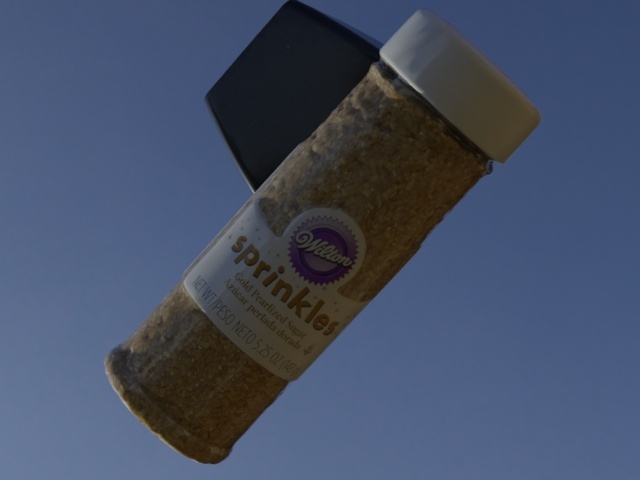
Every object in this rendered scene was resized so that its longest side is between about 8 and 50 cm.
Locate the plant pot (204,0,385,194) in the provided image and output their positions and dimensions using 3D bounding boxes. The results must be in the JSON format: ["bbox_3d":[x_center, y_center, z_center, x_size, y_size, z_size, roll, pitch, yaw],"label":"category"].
[{"bbox_3d":[0.005,-0.116,1.400,0.188,0.167,0.187,-49,-14,13],"label":"plant pot"}]

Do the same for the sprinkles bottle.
[{"bbox_3d":[0.000,0.000,1.088,0.355,0.121,0.121,-48,-45,8],"label":"sprinkles bottle"}]
